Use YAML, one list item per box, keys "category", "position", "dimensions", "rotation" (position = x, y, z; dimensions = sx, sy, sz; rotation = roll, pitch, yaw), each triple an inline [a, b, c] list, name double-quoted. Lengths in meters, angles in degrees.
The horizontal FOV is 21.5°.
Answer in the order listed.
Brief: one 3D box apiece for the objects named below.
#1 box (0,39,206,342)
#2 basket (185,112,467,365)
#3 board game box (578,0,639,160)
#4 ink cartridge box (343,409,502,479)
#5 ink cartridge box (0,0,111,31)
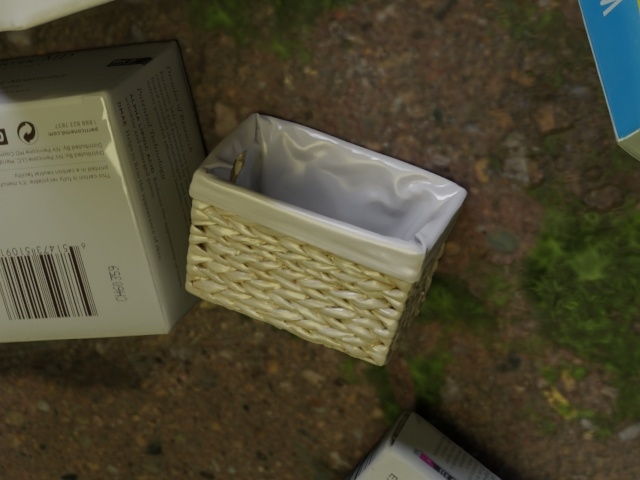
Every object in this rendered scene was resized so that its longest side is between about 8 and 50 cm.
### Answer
- category: "box"
  position: [-0.181, -0.032, 1.200]
  dimensions: [0.181, 0.119, 0.182]
  rotation: [-5, 112, 23]
- category: "basket"
  position: [0.000, 0.000, 1.151]
  dimensions: [0.167, 0.113, 0.103]
  rotation: [20, 122, 12]
- category: "board game box"
  position: [0.280, -0.189, 0.886]
  dimensions: [0.303, 0.224, 0.097]
  rotation: [-35, 134, 30]
- category: "ink cartridge box"
  position: [0.098, 0.339, 1.273]
  dimensions: [0.330, 0.071, 0.324]
  rotation: [38, 121, 2]
- category: "ink cartridge box"
  position: [-0.257, -0.272, 1.048]
  dimensions: [0.385, 0.091, 0.308]
  rotation: [-13, 105, 32]
